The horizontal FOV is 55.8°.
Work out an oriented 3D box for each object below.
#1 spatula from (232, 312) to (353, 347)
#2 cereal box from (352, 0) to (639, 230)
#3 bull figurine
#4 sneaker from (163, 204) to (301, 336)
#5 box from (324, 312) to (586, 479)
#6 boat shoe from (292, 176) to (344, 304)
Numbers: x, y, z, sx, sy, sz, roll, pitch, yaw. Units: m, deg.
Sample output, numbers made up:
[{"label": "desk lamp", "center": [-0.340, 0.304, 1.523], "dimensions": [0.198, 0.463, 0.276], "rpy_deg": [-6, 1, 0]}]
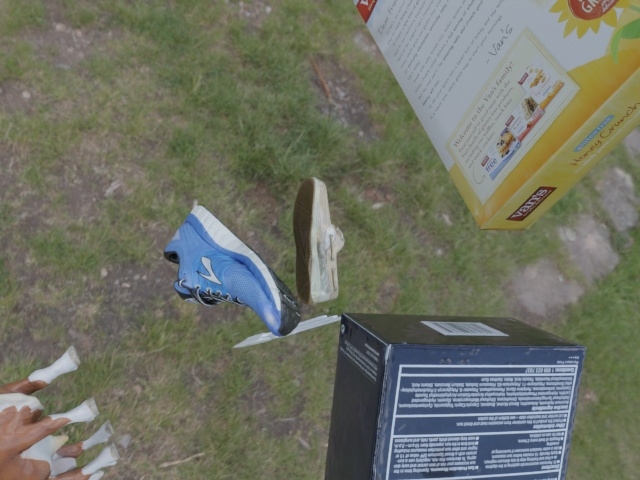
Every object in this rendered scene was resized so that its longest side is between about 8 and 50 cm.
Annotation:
[{"label": "spatula", "center": [-0.058, 0.199, 1.332], "dimensions": [0.168, 0.242, 0.019], "rpy_deg": [10, 64, -60]}, {"label": "cereal box", "center": [0.112, -0.151, 0.378], "dimensions": [0.047, 0.173, 0.240], "rpy_deg": [0, 54, -31]}, {"label": "bull figurine", "center": [-0.339, 0.222, 0.668], "dimensions": [0.188, 0.310, 0.101], "rpy_deg": [-21, 56, -21]}, {"label": "sneaker", "center": [-0.165, 0.076, 1.068], "dimensions": [0.147, 0.130, 0.330], "rpy_deg": [-47, 52, -9]}, {"label": "box", "center": [0.173, 0.264, 0.841], "dimensions": [0.296, 0.182, 0.294], "rpy_deg": [5, 95, -18]}, {"label": "boat shoe", "center": [0.000, 0.000, 1.411], "dimensions": [0.098, 0.109, 0.302], "rpy_deg": [-6, 105, -24]}]
